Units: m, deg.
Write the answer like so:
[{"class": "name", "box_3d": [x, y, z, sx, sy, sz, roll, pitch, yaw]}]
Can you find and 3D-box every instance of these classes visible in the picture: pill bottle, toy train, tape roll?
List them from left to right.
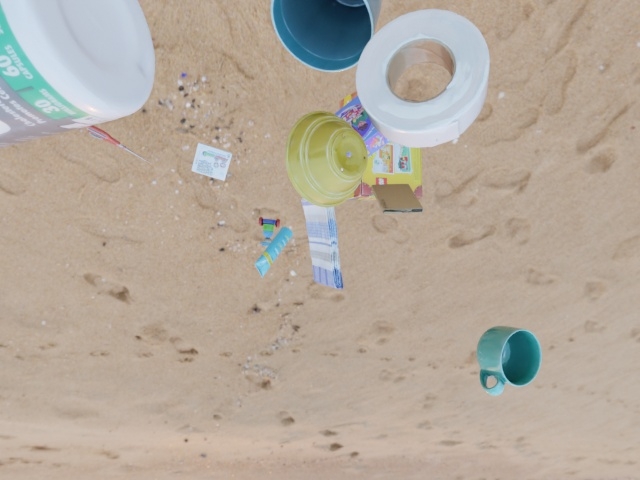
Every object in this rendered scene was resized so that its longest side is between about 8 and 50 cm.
[{"class": "pill bottle", "box_3d": [-0.403, -0.210, 0.519, 0.361, 0.204, 0.204, -9, 138, 16]}, {"class": "toy train", "box_3d": [-0.266, -0.038, 2.278, 0.105, 0.143, 0.248, 6, 178, -5]}, {"class": "tape roll", "box_3d": [0.226, -0.355, 0.993, 0.286, 0.286, 0.100, -27, 164, 12]}]

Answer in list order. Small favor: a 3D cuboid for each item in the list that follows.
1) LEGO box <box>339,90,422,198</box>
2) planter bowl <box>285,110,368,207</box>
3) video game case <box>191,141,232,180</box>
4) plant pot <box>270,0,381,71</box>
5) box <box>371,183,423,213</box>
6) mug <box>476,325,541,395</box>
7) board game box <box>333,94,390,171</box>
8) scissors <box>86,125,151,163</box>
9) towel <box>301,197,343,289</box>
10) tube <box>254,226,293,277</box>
[{"class": "LEGO box", "box_3d": [0.302, -0.454, 2.232, 0.372, 0.500, 0.193, -1, 179, -26]}, {"class": "planter bowl", "box_3d": [0.038, -0.182, 0.972, 0.217, 0.217, 0.090, 26, 166, -35]}, {"class": "video game case", "box_3d": [-0.502, -0.364, 2.059, 0.157, 0.019, 0.143, 16, 118, -14]}, {"class": "plant pot", "box_3d": [0.044, -0.637, 1.167, 0.272, 0.255, 0.271, 17, 149, 10]}, {"class": "box", "box_3d": [0.307, -0.172, 1.799, 0.164, 0.201, 0.021, -2, 126, -8]}, {"class": "mug", "box_3d": [0.419, 0.268, 1.035, 0.158, 0.097, 0.129, -15, 95, -24]}, {"class": "board game box", "box_3d": [0.080, -0.383, 1.739, 0.347, 0.233, 0.078, -34, 142, 16]}, {"class": "scissors", "box_3d": [-0.876, -0.417, 1.946, 0.297, 0.021, 0.109, 28, 160, -23]}, {"class": "towel", "box_3d": [0.000, 0.000, 1.356, 0.034, 0.209, 0.285, -10, 97, -22]}, {"class": "tube", "box_3d": [-0.175, 0.037, 1.648, 0.052, 0.207, 0.080, 10, 141, 33]}]
